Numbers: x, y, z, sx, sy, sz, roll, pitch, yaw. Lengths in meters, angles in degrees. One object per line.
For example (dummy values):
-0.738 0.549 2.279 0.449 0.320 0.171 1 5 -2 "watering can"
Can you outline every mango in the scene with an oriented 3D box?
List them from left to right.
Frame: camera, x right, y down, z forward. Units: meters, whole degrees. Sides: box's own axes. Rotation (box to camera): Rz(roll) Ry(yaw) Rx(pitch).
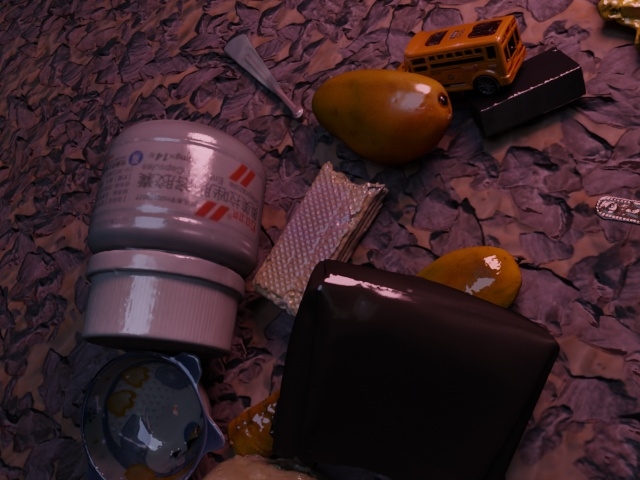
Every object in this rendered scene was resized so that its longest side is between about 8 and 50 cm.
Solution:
0.082 -0.190 0.767 0.253 0.138 0.113 20 38 39 "mango"
0.181 0.064 0.662 0.187 0.066 0.101 -23 62 22 "mango"

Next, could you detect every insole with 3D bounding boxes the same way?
0.422 -0.034 0.631 0.135 0.002 0.045 13 75 27 "insole"

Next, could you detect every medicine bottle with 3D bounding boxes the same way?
-0.214 0.007 0.743 0.245 0.245 0.306 -4 70 22 "medicine bottle"

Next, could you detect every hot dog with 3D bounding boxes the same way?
-0.007 0.207 0.682 0.289 0.068 0.083 -37 67 5 "hot dog"

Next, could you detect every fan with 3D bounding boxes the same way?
-0.102 -0.315 0.953 0.057 0.023 0.282 -37 60 -4 "fan"

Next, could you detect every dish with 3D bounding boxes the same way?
-0.233 0.271 0.733 0.236 0.086 0.228 -28 79 13 "dish"

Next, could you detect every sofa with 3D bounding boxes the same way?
0.295 -0.212 0.730 0.147 0.060 0.085 -24 39 12 "sofa"

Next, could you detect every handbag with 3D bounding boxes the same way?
0.095 0.172 0.582 0.285 0.113 0.257 16 96 1 "handbag"

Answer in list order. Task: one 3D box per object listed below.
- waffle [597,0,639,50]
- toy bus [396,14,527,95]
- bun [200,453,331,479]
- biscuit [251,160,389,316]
0.548 -0.351 0.671 0.312 0.060 0.307 -15 63 17 "waffle"
0.192 -0.268 0.742 0.194 0.088 0.083 7 53 41 "toy bus"
-0.084 0.413 0.528 0.326 0.234 0.362 -37 44 11 "bun"
0.000 0.000 0.763 0.108 0.062 0.239 29 84 27 "biscuit"
